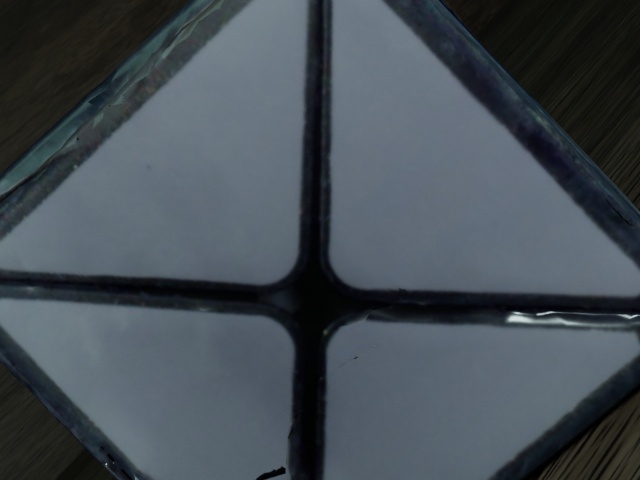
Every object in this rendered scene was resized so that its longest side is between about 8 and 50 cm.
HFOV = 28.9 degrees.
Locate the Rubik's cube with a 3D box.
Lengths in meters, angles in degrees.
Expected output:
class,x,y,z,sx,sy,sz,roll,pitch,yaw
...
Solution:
class,x,y,z,sx,sy,sz,roll,pitch,yaw
Rubik's cube,0.000,0.000,0.759,0.310,0.305,0.307,-43,6,10
